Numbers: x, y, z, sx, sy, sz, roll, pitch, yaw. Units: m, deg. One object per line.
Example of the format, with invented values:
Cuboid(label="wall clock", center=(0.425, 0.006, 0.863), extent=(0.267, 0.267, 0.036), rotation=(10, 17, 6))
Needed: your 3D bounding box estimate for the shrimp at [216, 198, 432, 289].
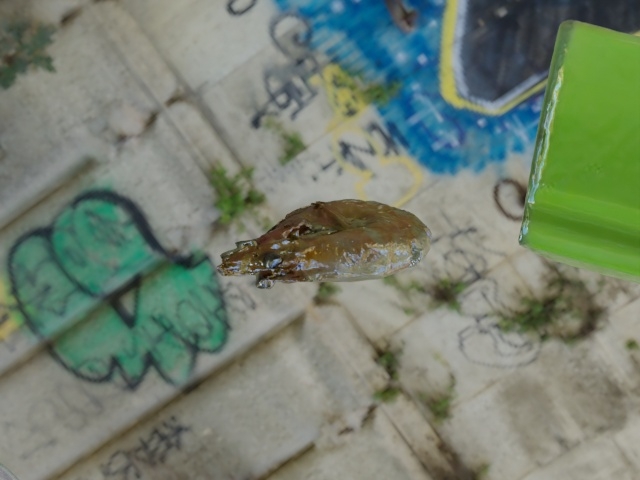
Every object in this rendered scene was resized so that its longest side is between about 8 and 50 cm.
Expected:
Cuboid(label="shrimp", center=(0.000, 0.001, 1.254), extent=(0.294, 0.062, 0.154), rotation=(-10, -146, -42))

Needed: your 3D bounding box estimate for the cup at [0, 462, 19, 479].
Cuboid(label="cup", center=(-0.291, 0.164, 0.549), extent=(0.317, 0.212, 0.212), rotation=(15, -139, 33))

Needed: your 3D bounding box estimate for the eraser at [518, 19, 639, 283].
Cuboid(label="eraser", center=(0.317, -0.058, 0.973), extent=(0.092, 0.274, 0.210), rotation=(71, 32, -85))
